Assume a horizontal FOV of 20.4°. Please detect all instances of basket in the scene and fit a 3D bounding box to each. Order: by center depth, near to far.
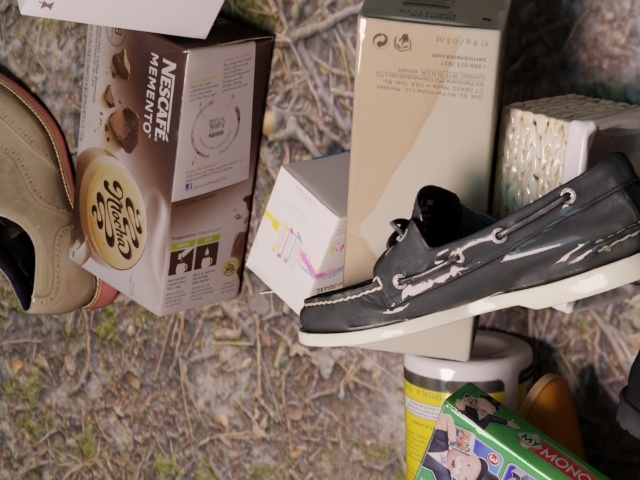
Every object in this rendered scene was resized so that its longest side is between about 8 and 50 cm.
[{"bbox_3d":[0.215,-0.038,1.503,0.103,0.113,0.167,24,117,45],"label":"basket"}]

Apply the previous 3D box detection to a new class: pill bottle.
[{"bbox_3d":[0.137,0.196,1.638,0.119,0.119,0.208,11,108,45],"label":"pill bottle"}]

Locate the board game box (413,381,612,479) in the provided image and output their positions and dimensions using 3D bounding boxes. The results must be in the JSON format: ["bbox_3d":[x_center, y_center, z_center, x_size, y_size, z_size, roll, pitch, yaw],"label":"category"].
[{"bbox_3d":[0.157,0.304,1.552,0.213,0.046,0.317,34,129,22],"label":"board game box"}]

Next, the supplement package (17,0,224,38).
[{"bbox_3d":[-0.195,-0.364,1.731,0.199,0.198,0.262,-59,39,38],"label":"supplement package"}]

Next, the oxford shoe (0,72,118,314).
[{"bbox_3d":[-0.365,-0.064,2.090,0.348,0.130,0.123,55,134,21],"label":"oxford shoe"}]

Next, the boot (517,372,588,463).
[{"bbox_3d":[0.267,0.272,1.550,0.211,0.104,0.295,16,117,38],"label":"boot"}]

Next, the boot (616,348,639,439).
[{"bbox_3d":[0.343,0.097,1.412,0.246,0.094,0.207,33,127,44],"label":"boot"}]

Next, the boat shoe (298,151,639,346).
[{"bbox_3d":[0.115,0.006,1.426,0.340,0.127,0.113,-14,94,39],"label":"boat shoe"}]

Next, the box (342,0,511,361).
[{"bbox_3d":[0.092,-0.065,1.552,0.121,0.148,0.311,7,115,7],"label":"box"}]

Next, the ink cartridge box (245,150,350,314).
[{"bbox_3d":[0.000,0.000,1.752,0.090,0.092,0.143,43,129,30],"label":"ink cartridge box"}]

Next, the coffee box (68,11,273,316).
[{"bbox_3d":[-0.162,-0.094,1.876,0.168,0.119,0.297,30,121,39],"label":"coffee box"}]
